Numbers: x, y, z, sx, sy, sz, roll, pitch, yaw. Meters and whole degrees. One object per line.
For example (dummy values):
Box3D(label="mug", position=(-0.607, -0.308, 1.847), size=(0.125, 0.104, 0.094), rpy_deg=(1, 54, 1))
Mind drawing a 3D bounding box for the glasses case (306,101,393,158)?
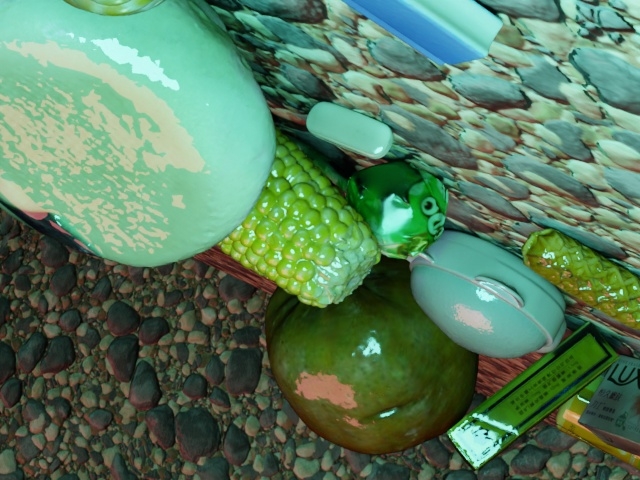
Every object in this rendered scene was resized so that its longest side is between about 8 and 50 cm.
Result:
Box3D(label="glasses case", position=(0.025, -0.096, 1.081), size=(0.083, 0.032, 0.021), rpy_deg=(23, 175, 27))

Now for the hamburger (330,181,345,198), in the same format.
Box3D(label="hamburger", position=(-0.049, -0.035, 1.333), size=(0.173, 0.116, 0.210), rpy_deg=(28, -169, 0))

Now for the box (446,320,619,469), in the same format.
Box3D(label="box", position=(0.257, 0.195, 1.529), size=(0.064, 0.220, 0.141), rpy_deg=(50, 178, 12))

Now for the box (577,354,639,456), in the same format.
Box3D(label="box", position=(0.398, 0.206, 1.523), size=(0.060, 0.111, 0.156), rpy_deg=(39, 168, -21))

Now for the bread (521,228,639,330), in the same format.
Box3D(label="bread", position=(0.253, 0.037, 1.134), size=(0.157, 0.044, 0.052), rpy_deg=(29, 170, -10))

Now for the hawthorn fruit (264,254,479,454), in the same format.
Box3D(label="hawthorn fruit", position=(0.077, 0.145, 1.577), size=(0.268, 0.268, 0.301), rpy_deg=(20, 146, 46))

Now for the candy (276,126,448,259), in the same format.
Box3D(label="candy", position=(-0.011, -0.080, 1.226), size=(0.323, 0.097, 0.097), rpy_deg=(32, 176, 31))

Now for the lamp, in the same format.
Box3D(label="lamp", position=(0.189, 0.075, 1.394), size=(0.179, 0.108, 0.246), rpy_deg=(27, 174, 36))

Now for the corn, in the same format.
Box3D(label="corn", position=(-0.096, -0.071, 1.146), size=(0.347, 0.130, 0.130), rpy_deg=(42, 176, 15))

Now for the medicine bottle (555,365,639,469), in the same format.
Box3D(label="medicine bottle", position=(0.441, 0.251, 1.657), size=(0.239, 0.124, 0.124), rpy_deg=(27, 173, 19))

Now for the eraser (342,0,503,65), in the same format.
Box3D(label="eraser", position=(0.055, -0.135, 0.722), size=(0.085, 0.027, 0.063), rpy_deg=(29, 174, -20))

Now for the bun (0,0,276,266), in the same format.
Box3D(label="bun", position=(-0.162, -0.126, 0.994), size=(0.293, 0.187, 0.293), rpy_deg=(12, 144, 9))

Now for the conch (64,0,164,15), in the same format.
Box3D(label="conch", position=(-0.138, -0.191, 0.765), size=(0.173, 0.106, 0.116), rpy_deg=(40, 159, 22))
